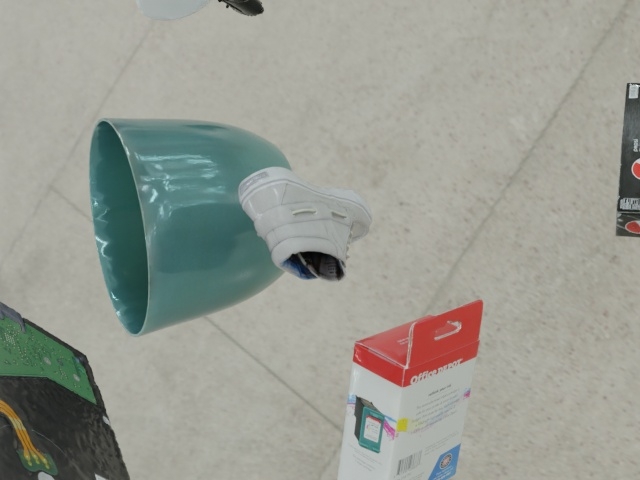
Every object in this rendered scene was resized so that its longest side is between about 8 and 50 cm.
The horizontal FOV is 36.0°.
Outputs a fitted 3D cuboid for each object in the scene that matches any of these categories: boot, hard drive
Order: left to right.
[{"bbox_3d":[-0.242,0.168,0.763,0.064,0.237,0.339,-40,45,6],"label":"hard drive"},{"bbox_3d":[-0.124,-0.380,1.533,0.121,0.099,0.045,28,90,38],"label":"boot"},{"bbox_3d":[0.000,0.000,1.202,0.095,0.258,0.123,-34,65,24],"label":"boot"}]

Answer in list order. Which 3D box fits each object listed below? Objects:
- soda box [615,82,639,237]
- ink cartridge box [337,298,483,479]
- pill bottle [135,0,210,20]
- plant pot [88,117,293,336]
[{"bbox_3d":[0.354,-0.088,1.073,0.053,0.060,0.169,5,63,18],"label":"soda box"},{"bbox_3d":[0.101,0.172,1.105,0.078,0.134,0.231,23,115,39],"label":"ink cartridge box"},{"bbox_3d":[-0.180,-0.338,1.023,0.118,0.117,0.208,-30,70,21],"label":"pill bottle"},{"bbox_3d":[-0.166,-0.032,1.351,0.293,0.235,0.293,32,127,59],"label":"plant pot"}]
